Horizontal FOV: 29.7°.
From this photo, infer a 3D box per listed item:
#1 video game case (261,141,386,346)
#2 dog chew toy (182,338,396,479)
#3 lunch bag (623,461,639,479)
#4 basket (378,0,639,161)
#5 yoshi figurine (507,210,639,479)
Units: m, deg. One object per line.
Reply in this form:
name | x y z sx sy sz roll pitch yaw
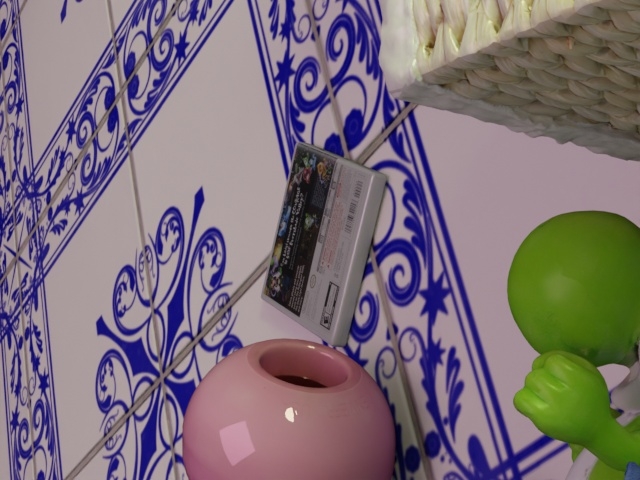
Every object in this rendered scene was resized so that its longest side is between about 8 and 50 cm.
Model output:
video game case | 0.000 0.000 1.329 0.173 0.022 0.190 28 108 56
dog chew toy | -0.045 0.267 1.184 0.206 0.206 0.332 41 125 54
lunch bag | 0.201 0.368 0.617 0.328 0.239 0.385 28 109 17
basket | 0.237 -0.235 0.723 0.266 0.331 0.328 -12 73 51
yoshi figurine | 0.193 0.132 0.833 0.203 0.203 0.362 13 92 65
